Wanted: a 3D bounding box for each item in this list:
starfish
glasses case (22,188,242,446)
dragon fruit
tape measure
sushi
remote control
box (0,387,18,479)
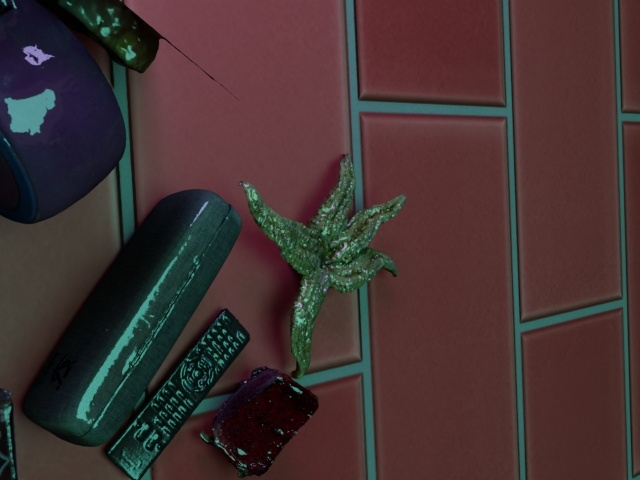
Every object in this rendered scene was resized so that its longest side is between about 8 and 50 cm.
[{"bbox_3d":[0.013,-0.006,1.235,0.293,0.084,0.302,-38,119,-40],"label":"starfish"},{"bbox_3d":[-0.211,0.080,0.996,0.074,0.131,0.323,45,62,-30],"label":"glasses case"},{"bbox_3d":[-0.080,0.228,1.156,0.147,0.096,0.102,-42,111,1],"label":"dragon fruit"},{"bbox_3d":[-0.307,-0.143,0.844,0.149,0.231,0.245,-46,123,-32],"label":"tape measure"},{"bbox_3d":[-0.272,-0.254,0.857,0.069,0.320,0.339,-50,128,4],"label":"sushi"},{"bbox_3d":[-0.177,0.190,1.101,0.245,0.025,0.063,-51,121,-29],"label":"remote control"},{"bbox_3d":[-0.417,0.220,0.854,0.224,0.069,0.120,-4,93,-44],"label":"box"}]
